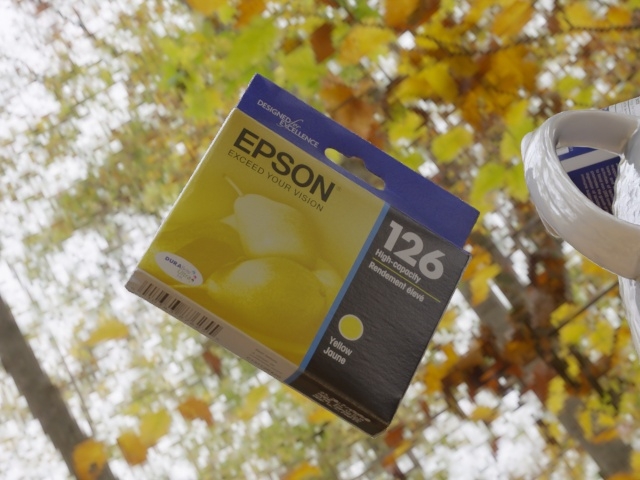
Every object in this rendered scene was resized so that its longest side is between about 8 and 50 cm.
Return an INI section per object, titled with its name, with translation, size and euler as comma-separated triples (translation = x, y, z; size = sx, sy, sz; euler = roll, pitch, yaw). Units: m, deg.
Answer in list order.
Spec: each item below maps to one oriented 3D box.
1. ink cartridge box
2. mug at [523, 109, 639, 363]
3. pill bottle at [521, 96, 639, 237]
[ink cartridge box]
translation = 0.000, 0.000, 1.473
size = 0.307, 0.303, 0.072
euler = -62, 7, -26
[mug]
translation = 0.364, -0.021, 1.298
size = 0.374, 0.328, 0.276
euler = 14, -52, -13
[pill bottle]
translation = 0.417, -0.110, 1.890
size = 0.264, 0.153, 0.153
euler = -17, -34, 18
